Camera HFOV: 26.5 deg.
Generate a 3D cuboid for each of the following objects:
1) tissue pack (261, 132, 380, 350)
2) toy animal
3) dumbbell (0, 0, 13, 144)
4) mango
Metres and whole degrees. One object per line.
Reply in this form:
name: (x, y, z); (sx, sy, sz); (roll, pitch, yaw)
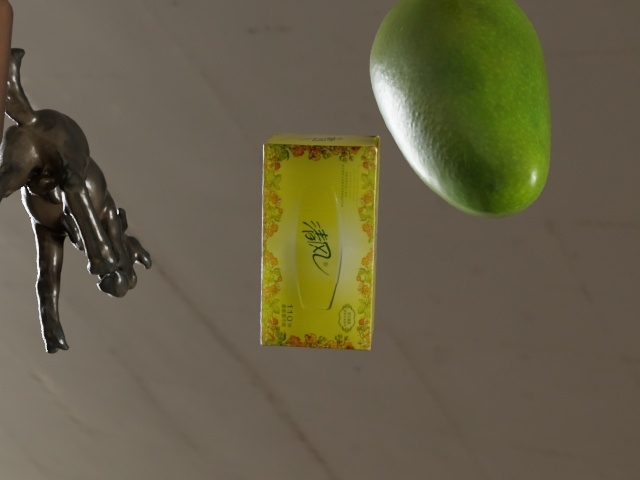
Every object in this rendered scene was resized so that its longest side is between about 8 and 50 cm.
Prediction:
tissue pack: (0.000, 0.000, 1.143); (0.095, 0.062, 0.175); (3, -76, 5)
toy animal: (-0.188, -0.022, 0.966); (0.085, 0.148, 0.232); (-19, -41, 6)
dumbbell: (-0.180, -0.052, 0.336); (0.092, 0.231, 0.082); (-22, -98, 30)
mango: (0.158, -0.152, 1.437); (0.156, 0.343, 0.192); (16, -55, -32)
